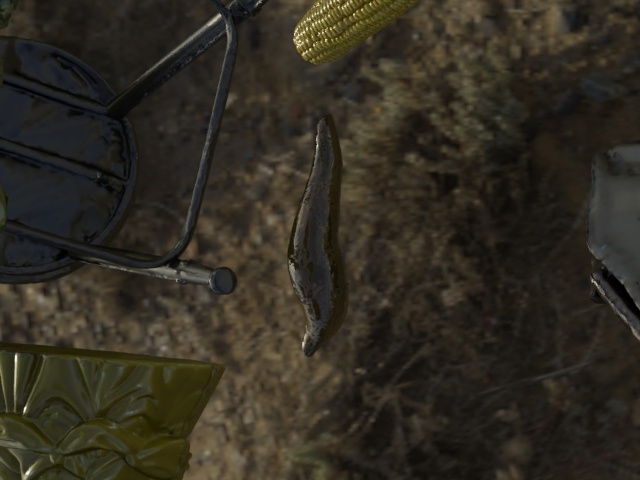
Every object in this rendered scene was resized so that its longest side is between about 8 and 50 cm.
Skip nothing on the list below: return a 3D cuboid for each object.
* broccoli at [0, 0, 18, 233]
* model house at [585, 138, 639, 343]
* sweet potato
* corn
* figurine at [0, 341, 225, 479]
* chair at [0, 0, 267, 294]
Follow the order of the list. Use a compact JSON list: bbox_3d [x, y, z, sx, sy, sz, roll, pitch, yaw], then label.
[{"bbox_3d":[-0.277,-0.109,1.092,0.165,0.145,0.304,-32,48,11],"label":"broccoli"},{"bbox_3d":[0.391,0.098,1.355,0.317,0.282,0.297,4,53,37],"label":"model house"},{"bbox_3d":[-0.001,-0.002,1.505,0.059,0.069,0.250,3,97,25],"label":"sweet potato"},{"bbox_3d":[0.044,-0.231,1.433,0.206,0.067,0.067,-32,75,50],"label":"corn"},{"bbox_3d":[-0.171,0.231,1.006,0.187,0.168,0.315,5,87,5],"label":"figurine"},{"bbox_3d":[-0.288,-0.131,1.619,0.410,0.364,0.362,157,127,-66],"label":"chair"}]
